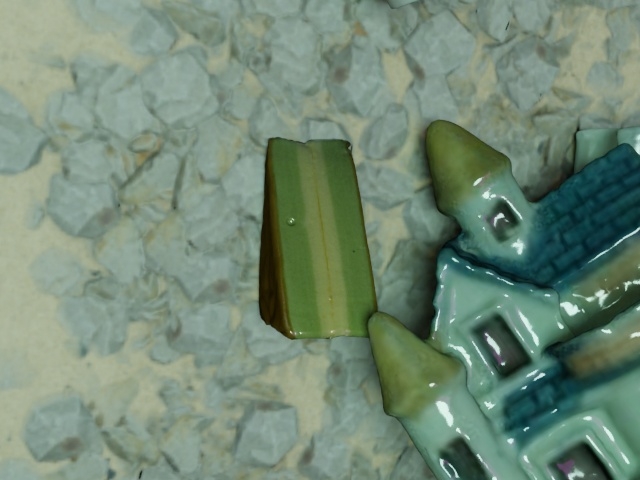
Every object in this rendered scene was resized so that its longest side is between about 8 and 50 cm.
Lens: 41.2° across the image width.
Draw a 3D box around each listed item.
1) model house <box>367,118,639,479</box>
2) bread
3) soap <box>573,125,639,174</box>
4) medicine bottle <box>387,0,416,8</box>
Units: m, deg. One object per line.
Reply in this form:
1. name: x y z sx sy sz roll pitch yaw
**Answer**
1. model house: 0.161 0.049 0.579 0.267 0.194 0.325 -35 84 14
2. bread: 0.000 -0.005 0.610 0.074 0.084 0.139 3 95 -19
3. soap: 0.290 0.042 0.717 0.159 0.087 0.265 1 96 -18
4. medicine bottle: 0.033 -0.307 0.544 0.111 0.161 0.296 -29 104 -13
